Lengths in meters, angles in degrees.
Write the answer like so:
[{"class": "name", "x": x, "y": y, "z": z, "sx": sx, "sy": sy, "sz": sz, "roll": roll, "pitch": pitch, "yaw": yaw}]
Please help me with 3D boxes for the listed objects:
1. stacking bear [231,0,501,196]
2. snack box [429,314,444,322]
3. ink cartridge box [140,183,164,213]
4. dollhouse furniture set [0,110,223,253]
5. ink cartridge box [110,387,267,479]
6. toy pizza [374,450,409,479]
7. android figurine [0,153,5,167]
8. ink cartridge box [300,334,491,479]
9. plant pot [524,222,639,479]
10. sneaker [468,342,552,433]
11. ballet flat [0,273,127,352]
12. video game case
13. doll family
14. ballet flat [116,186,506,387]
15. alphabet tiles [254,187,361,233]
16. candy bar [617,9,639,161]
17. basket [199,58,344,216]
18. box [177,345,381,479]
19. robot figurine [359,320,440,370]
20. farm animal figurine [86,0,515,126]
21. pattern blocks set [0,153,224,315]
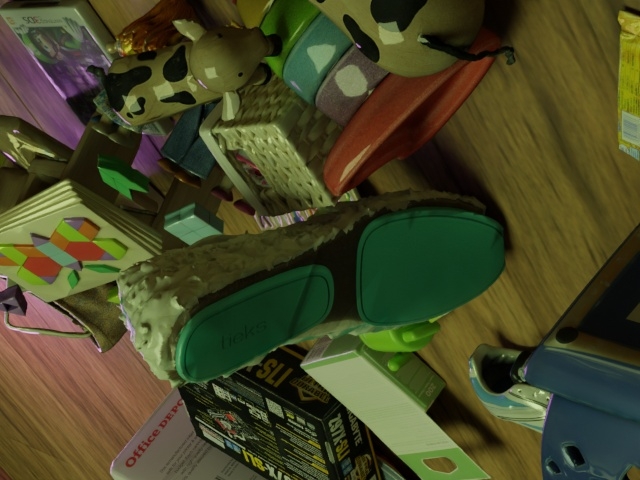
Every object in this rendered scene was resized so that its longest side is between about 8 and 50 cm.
[{"class": "stacking bear", "x": -0.007, "y": -0.207, "z": 1.246, "sx": 0.289, "sy": 0.175, "sz": 0.164, "roll": 47, "pitch": 126, "yaw": 9}, {"class": "snack box", "x": 0.114, "y": 0.027, "z": 1.597, "sx": 0.100, "sy": 0.037, "sz": 0.141, "roll": 41, "pitch": 155, "yaw": -4}, {"class": "ink cartridge box", "x": -0.207, "y": 0.027, "z": 1.995, "sx": 0.190, "sy": 0.082, "sz": 0.139, "roll": 44, "pitch": 156, "yaw": -11}, {"class": "dollhouse furniture set", "x": -0.344, "y": -0.158, "z": 1.753, "sx": 0.362, "sy": 0.256, "sz": 0.394, "roll": 11, "pitch": 163, "yaw": 47}, {"class": "ink cartridge box", "x": -0.151, "y": 0.356, "z": 2.326, "sx": 0.273, "sy": 0.198, "sz": 0.115, "roll": 22, "pitch": 151, "yaw": 34}, {"class": "toy pizza", "x": 0.092, "y": 0.356, "z": 2.183, "sx": 0.201, "sy": 0.032, "sz": 0.201, "roll": 33, "pitch": 151, "yaw": 21}, {"class": "android figurine", "x": -0.490, "y": -0.067, "z": 2.272, "sx": 0.248, "sy": 0.056, "sz": 0.273, "roll": 40, "pitch": 157, "yaw": 0}, {"class": "ink cartridge box", "x": 0.101, "y": 0.204, "z": 1.893, "sx": 0.235, "sy": 0.056, "sz": 0.171, "roll": 42, "pitch": 156, "yaw": -11}, {"class": "plant pot", "x": 0.318, "y": 0.123, "z": 1.256, "sx": 0.236, "sy": 0.236, "sz": 0.212, "roll": 16, "pitch": 140, "yaw": 43}, {"class": "sneaker", "x": 0.248, "y": 0.159, "z": 1.576, "sx": 0.237, "sy": 0.085, "sz": 0.086, "roll": 9, "pitch": 146, "yaw": 46}, {"class": "ballet flat", "x": -0.365, "y": 0.042, "z": 1.779, "sx": 0.316, "sy": 0.106, "sz": 0.107, "roll": 24, "pitch": 172, "yaw": -3}, {"class": "video game case", "x": -0.274, "y": -0.200, "z": 1.781, "sx": 0.173, "sy": 0.022, "sz": 0.190, "roll": 9, "pitch": 141, "yaw": 49}, {"class": "doll family", "x": -0.125, "y": -0.148, "z": 1.514, "sx": 0.263, "sy": 0.163, "sz": 0.118, "roll": 31, "pitch": -174, "yaw": 18}, {"class": "ballet flat", "x": -0.009, "y": 0.019, "z": 1.416, "sx": 0.147, "sy": 0.409, "sz": 0.147, "roll": 21, "pitch": 118, "yaw": 49}, {"class": "alphabet tiles", "x": 0.000, "y": 0.000, "z": 1.684, "sx": 0.237, "sy": 0.009, "sz": 0.198, "roll": -6, "pitch": 114, "yaw": 60}, {"class": "candy bar", "x": 0.249, "y": -0.115, "z": 1.196, "sx": 0.040, "sy": 0.018, "sz": 0.161, "roll": 30, "pitch": 154, "yaw": 28}, {"class": "basket", "x": -0.008, "y": -0.116, "z": 1.387, "sx": 0.103, "sy": 0.167, "sz": 0.113, "roll": -3, "pitch": 132, "yaw": 47}, {"class": "box", "x": -0.071, "y": 0.239, "z": 2.127, "sx": 0.322, "sy": 0.079, "sz": 0.257, "roll": 25, "pitch": 148, "yaw": 35}, {"class": "robot figurine", "x": 0.084, "y": 0.091, "z": 1.712, "sx": 0.115, "sy": 0.067, "sz": 0.101, "roll": -6, "pitch": 103, "yaw": 60}, {"class": "farm animal figurine", "x": -0.019, "y": -0.198, "z": 1.064, "sx": 0.327, "sy": 0.172, "sz": 0.330, "roll": 25, "pitch": 112, "yaw": 21}, {"class": "pattern blocks set", "x": -0.275, "y": 0.006, "z": 1.618, "sx": 0.285, "sy": 0.026, "sz": 0.325, "roll": 26, "pitch": 140, "yaw": -32}]
